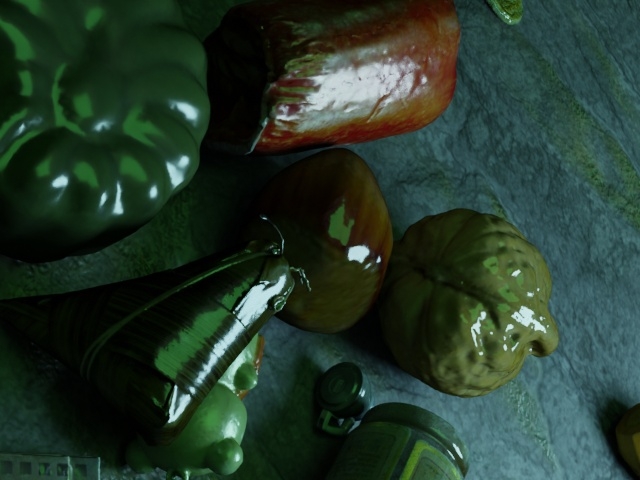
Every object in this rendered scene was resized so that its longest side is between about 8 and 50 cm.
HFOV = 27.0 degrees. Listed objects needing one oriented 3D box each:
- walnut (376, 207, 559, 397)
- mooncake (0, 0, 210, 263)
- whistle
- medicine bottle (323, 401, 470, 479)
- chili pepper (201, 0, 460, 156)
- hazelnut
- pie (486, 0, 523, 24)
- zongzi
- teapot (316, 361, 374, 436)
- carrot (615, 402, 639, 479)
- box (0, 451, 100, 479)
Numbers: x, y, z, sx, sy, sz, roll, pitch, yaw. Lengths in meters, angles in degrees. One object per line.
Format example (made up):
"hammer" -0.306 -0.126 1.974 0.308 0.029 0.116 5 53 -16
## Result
"walnut" 0.179 0.080 1.659 0.257 0.257 0.224 32 79 -29
"mooncake" -0.271 -0.158 1.377 0.351 0.187 0.351 19 59 -34
"whistle" -0.124 0.138 1.434 0.106 0.131 0.288 61 33 -48
"medicine bottle" 0.049 0.341 1.478 0.151 0.151 0.322 47 48 -17
"chili pepper" -0.012 -0.216 1.589 0.305 0.251 0.229 -11 113 -39
"hazelnut" -0.010 -0.002 1.562 0.186 0.210 0.210 -24 89 -13
"pie" 0.286 -0.373 2.076 0.084 0.021 0.084 19 57 -33
"zongzi" -0.172 0.047 1.355 0.241 0.111 0.247 35 66 14
"teapot" 0.030 0.194 1.592 0.057 0.066 0.088 44 70 -42
"carrot" 0.547 0.360 1.948 0.302 0.114 0.114 49 48 -17
"box" -0.349 0.281 1.219 0.325 0.047 0.180 11 66 -39
